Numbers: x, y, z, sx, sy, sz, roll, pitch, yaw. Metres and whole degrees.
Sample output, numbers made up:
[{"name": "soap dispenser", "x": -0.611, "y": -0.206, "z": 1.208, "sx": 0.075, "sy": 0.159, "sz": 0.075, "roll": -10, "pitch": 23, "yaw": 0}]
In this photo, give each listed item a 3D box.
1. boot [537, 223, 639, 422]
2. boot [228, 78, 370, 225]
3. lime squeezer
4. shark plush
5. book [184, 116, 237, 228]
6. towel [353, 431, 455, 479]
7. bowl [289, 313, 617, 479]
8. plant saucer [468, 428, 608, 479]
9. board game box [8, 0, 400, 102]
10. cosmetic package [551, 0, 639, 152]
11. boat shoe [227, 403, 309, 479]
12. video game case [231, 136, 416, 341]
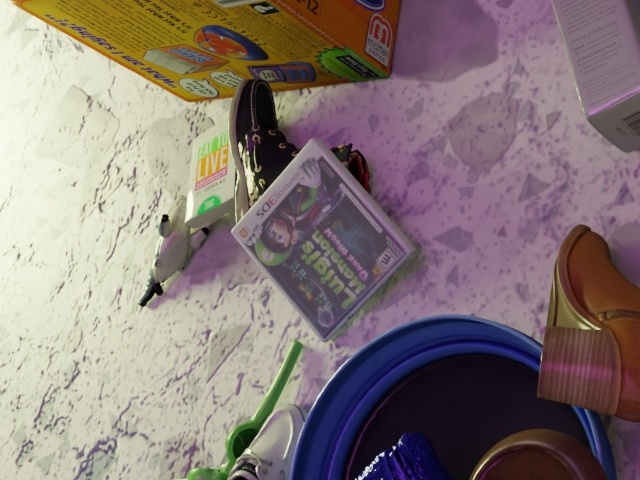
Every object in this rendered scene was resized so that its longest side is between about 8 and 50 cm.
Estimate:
[{"name": "boot", "x": 0.339, "y": 0.083, "z": 1.287, "sx": 0.220, "sy": 0.283, "sz": 0.109, "roll": 7, "pitch": 116, "yaw": 11}, {"name": "boot", "x": -0.025, "y": -0.111, "z": 1.657, "sx": 0.178, "sy": 0.085, "sz": 0.236, "roll": -12, "pitch": 73, "yaw": 31}, {"name": "lime squeezer", "x": -0.116, "y": 0.263, "z": 1.618, "sx": 0.310, "sy": 0.059, "sz": 0.110, "roll": -45, "pitch": 20, "yaw": 16}, {"name": "shark plush", "x": -0.209, "y": 0.020, "z": 1.786, "sx": 0.067, "sy": 0.073, "sz": 0.161, "roll": 43, "pitch": 122, "yaw": 58}, {"name": "book", "x": -0.139, "y": -0.094, "z": 1.751, "sx": 0.096, "sy": 0.035, "sz": 0.144, "roll": -24, "pitch": 48, "yaw": 32}, {"name": "towel", "x": 0.096, "y": 0.373, "z": 1.275, "sx": 0.227, "sy": 0.076, "sz": 0.308, "roll": -49, "pitch": 54, "yaw": 23}, {"name": "bowl", "x": 0.140, "y": 0.277, "z": 1.395, "sx": 0.391, "sy": 0.077, "sz": 0.391, "roll": -13, "pitch": 66, "yaw": 33}, {"name": "plant saucer", "x": 0.209, "y": 0.270, "z": 1.279, "sx": 0.168, "sy": 0.029, "sz": 0.168, "roll": -13, "pitch": 66, "yaw": 32}, {"name": "board game box", "x": -0.127, "y": -0.421, "z": 1.669, "sx": 0.356, "sy": 0.356, "sz": 0.356, "roll": -2, "pitch": 72, "yaw": 36}, {"name": "cosmetic package", "x": 0.321, "y": -0.228, "z": 1.420, "sx": 0.085, "sy": 0.117, "sz": 0.231, "roll": -25, "pitch": 59, "yaw": 26}, {"name": "boat shoe", "x": -0.070, "y": 0.288, "z": 1.517, "sx": 0.083, "sy": 0.076, "sz": 0.226, "roll": -3, "pitch": 56, "yaw": 32}, {"name": "video game case", "x": 0.000, "y": 0.000, "z": 1.578, "sx": 0.190, "sy": 0.022, "sz": 0.173, "roll": 49, "pitch": 116, "yaw": 15}]
